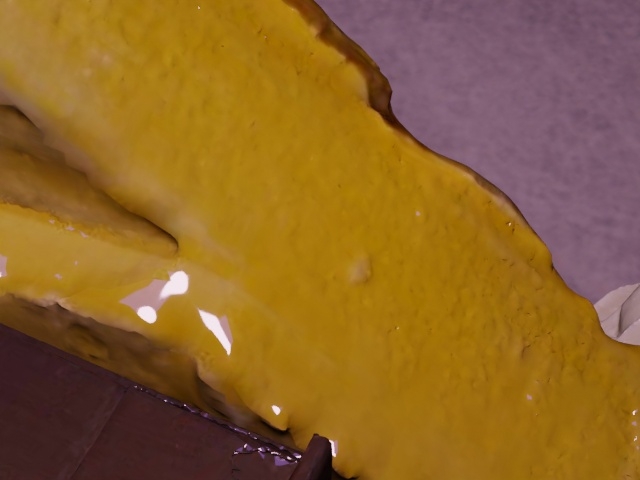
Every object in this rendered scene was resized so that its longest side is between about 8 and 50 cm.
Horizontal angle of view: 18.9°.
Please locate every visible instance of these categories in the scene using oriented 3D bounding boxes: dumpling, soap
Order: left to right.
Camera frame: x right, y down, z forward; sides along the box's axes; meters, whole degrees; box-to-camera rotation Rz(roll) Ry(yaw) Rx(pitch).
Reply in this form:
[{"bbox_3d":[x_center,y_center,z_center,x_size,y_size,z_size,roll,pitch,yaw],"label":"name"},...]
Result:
[{"bbox_3d":[0.000,0.000,0.766,0.338,0.304,0.169,18,59,12],"label":"soap"},{"bbox_3d":[0.162,0.043,0.902,0.076,0.057,0.052,-31,96,5],"label":"dumpling"}]

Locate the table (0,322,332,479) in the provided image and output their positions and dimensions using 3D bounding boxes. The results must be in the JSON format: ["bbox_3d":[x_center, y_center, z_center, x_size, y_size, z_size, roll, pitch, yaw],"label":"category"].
[{"bbox_3d":[-0.119,0.145,0.737,0.193,0.172,0.169,22,56,15],"label":"table"}]
